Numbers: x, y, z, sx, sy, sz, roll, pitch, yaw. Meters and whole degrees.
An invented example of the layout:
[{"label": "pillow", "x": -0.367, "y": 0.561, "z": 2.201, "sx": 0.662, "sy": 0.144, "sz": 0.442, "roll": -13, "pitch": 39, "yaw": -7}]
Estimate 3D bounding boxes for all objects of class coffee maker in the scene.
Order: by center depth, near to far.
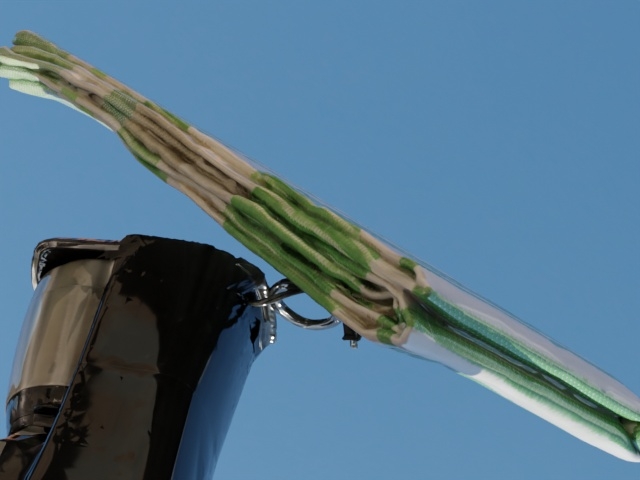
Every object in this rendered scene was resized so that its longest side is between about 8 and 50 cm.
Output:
[{"label": "coffee maker", "x": -0.087, "y": 0.092, "z": 0.824, "sx": 0.171, "sy": 0.120, "sz": 0.178, "roll": -12, "pitch": -136, "yaw": 27}]

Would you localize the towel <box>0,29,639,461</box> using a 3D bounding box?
[{"label": "towel", "x": 0.000, "y": 0.000, "z": 0.850, "sx": 0.325, "sy": 0.248, "sz": 0.038, "roll": 32, "pitch": -87, "yaw": 41}]
